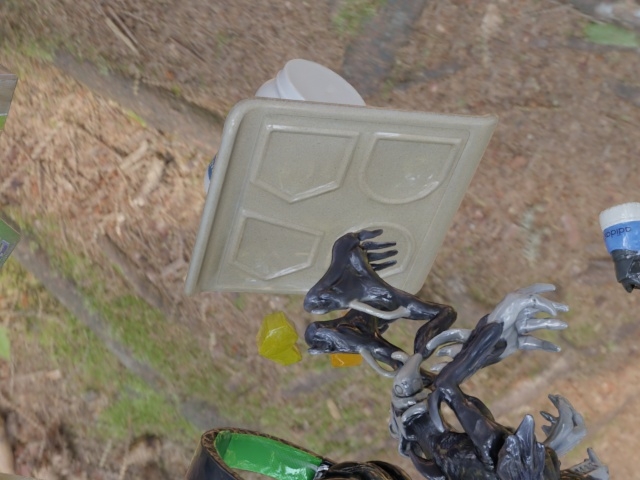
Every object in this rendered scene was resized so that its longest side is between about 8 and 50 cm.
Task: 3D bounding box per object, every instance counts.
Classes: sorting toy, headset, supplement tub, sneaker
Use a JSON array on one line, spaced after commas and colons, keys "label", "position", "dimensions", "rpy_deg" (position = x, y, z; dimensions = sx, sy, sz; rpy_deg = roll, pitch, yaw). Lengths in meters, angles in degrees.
[{"label": "sorting toy", "position": [0.000, 0.000, 1.000], "dimensions": [0.229, 0.041, 0.307], "rpy_deg": [0, 137, -20]}, {"label": "headset", "position": [0.048, 0.290, 1.282], "dimensions": [0.394, 0.243, 0.185], "rpy_deg": [27, 96, 16]}, {"label": "supplement tub", "position": [-0.043, -0.114, 1.489], "dimensions": [0.144, 0.144, 0.200], "rpy_deg": [21, 124, -25]}, {"label": "sneaker", "position": [0.314, 0.013, 1.028], "dimensions": [0.152, 0.058, 0.085], "rpy_deg": [1, 72, -29]}]

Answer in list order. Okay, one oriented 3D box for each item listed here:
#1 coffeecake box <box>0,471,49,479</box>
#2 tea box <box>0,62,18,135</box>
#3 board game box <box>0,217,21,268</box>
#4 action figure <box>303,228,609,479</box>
[{"label": "coffeecake box", "position": [-0.168, 0.264, 0.835], "dimensions": [0.142, 0.068, 0.186], "rpy_deg": [5, 121, 18]}, {"label": "tea box", "position": [-0.481, -0.042, 0.982], "dimensions": [0.329, 0.220, 0.324], "rpy_deg": [-20, 139, -57]}, {"label": "board game box", "position": [-0.294, 0.109, 0.703], "dimensions": [0.046, 0.213, 0.317], "rpy_deg": [33, 82, -6]}, {"label": "action figure", "position": [0.102, 0.100, 0.735], "dimensions": [0.140, 0.276, 0.164], "rpy_deg": [-26, 137, -19]}]
